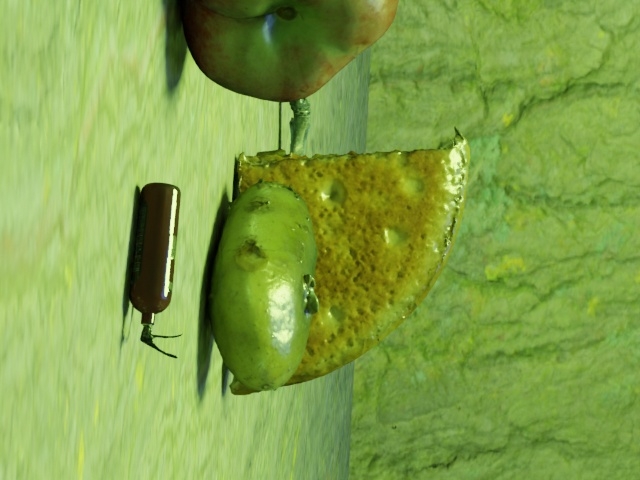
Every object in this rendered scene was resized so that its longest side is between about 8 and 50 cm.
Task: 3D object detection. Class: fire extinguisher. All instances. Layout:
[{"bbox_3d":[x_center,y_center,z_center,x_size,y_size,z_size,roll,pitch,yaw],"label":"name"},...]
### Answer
[{"bbox_3d":[-0.099,0.019,1.041,0.046,0.032,0.100,-18,-116,58],"label":"fire extinguisher"}]

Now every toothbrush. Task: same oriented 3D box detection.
[{"bbox_3d":[-0.025,-0.089,1.831,0.035,0.042,0.413,-79,174,-62],"label":"toothbrush"}]

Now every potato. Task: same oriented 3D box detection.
[{"bbox_3d":[-0.041,0.027,1.391,0.188,0.085,0.105,-84,168,-46],"label":"potato"}]

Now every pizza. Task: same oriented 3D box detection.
[{"bbox_3d":[0.000,0.000,1.503,0.292,0.197,0.058,-50,-177,0],"label":"pizza"}]

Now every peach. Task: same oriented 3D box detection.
[{"bbox_3d":[-0.032,-0.172,1.142,0.152,0.152,0.152,4,90,-86],"label":"peach"}]
